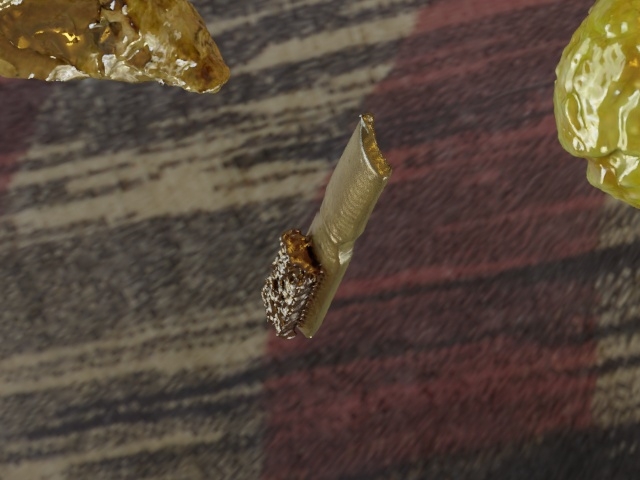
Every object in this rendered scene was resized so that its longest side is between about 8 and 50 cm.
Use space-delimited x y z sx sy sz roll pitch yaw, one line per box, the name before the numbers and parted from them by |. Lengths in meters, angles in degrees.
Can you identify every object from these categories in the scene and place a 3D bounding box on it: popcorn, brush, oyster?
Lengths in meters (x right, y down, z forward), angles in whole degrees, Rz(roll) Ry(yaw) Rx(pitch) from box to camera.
popcorn | 0.258 -0.109 1.331 0.198 0.212 0.198 11 131 13
brush | 0.000 0.000 1.148 0.036 0.248 0.043 -21 73 -19
oyster | -0.065 -0.067 0.512 0.093 0.034 0.051 4 97 -19
